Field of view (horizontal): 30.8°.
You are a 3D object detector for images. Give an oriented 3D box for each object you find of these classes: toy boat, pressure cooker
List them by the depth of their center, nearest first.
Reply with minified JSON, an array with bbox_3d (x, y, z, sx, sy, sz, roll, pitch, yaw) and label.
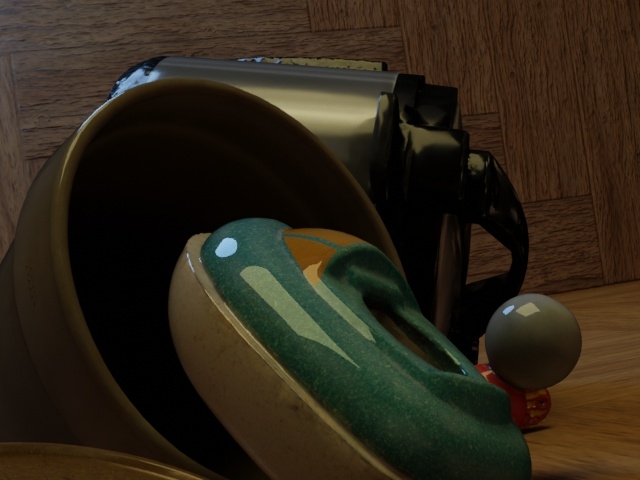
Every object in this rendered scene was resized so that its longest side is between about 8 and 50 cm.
[{"bbox_3d":[0.054,0.075,0.726,0.267,0.148,0.318,43,13,35],"label":"toy boat"},{"bbox_3d":[-0.001,0.006,1.191,0.420,0.375,0.370,5,15,8],"label":"pressure cooker"}]

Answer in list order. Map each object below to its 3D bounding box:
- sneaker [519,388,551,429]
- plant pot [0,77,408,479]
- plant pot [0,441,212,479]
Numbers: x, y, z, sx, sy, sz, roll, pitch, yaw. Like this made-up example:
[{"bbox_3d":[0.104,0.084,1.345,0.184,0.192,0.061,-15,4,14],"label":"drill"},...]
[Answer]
[{"bbox_3d":[0.117,0.148,1.037,0.175,0.064,0.067,-5,-11,-2],"label":"sneaker"},{"bbox_3d":[-0.134,0.081,0.894,0.280,0.323,0.323,-30,-15,39],"label":"plant pot"},{"bbox_3d":[-0.083,0.127,0.407,0.236,0.032,0.236,13,13,-3],"label":"plant pot"}]
